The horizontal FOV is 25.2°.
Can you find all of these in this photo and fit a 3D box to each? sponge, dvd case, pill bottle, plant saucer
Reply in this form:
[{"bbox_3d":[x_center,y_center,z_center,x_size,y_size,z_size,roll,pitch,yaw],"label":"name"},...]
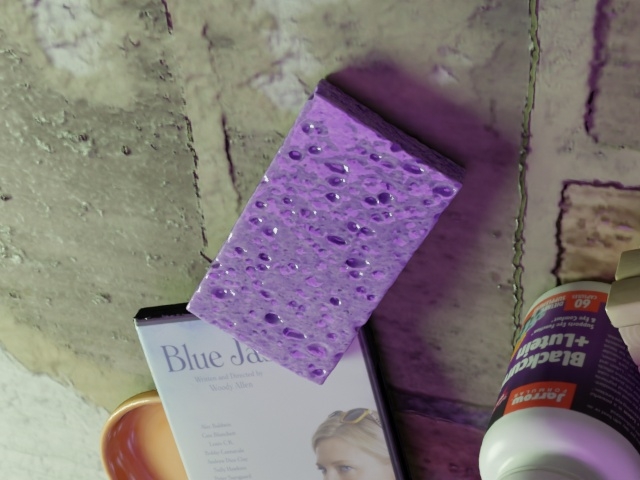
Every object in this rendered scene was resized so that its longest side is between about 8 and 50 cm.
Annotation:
[{"bbox_3d":[0.000,0.000,0.998,0.117,0.031,0.210,30,123,-4],"label":"sponge"},{"bbox_3d":[-0.027,0.154,1.126,0.180,0.022,0.253,-7,116,17],"label":"dvd case"},{"bbox_3d":[0.166,0.125,0.940,0.108,0.193,0.108,12,131,14],"label":"pill bottle"},{"bbox_3d":[-0.091,0.195,1.224,0.200,0.037,0.200,12,132,14],"label":"plant saucer"}]

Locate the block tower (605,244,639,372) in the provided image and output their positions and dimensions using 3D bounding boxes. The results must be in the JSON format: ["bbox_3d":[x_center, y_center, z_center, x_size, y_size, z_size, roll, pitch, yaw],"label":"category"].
[{"bbox_3d":[0.305,0.135,0.957,0.097,0.091,0.335,-12,122,33],"label":"block tower"}]
